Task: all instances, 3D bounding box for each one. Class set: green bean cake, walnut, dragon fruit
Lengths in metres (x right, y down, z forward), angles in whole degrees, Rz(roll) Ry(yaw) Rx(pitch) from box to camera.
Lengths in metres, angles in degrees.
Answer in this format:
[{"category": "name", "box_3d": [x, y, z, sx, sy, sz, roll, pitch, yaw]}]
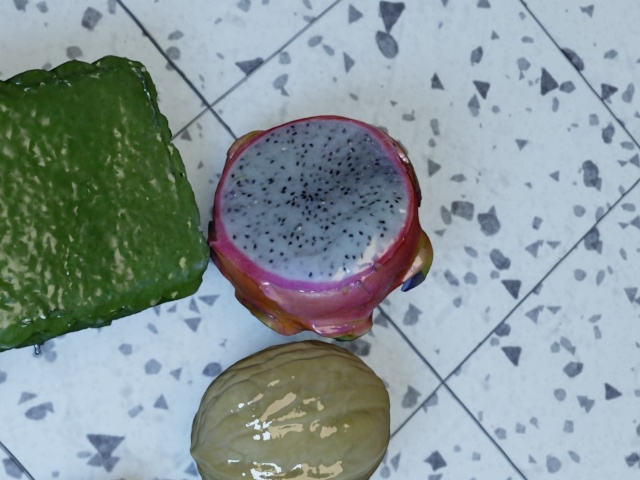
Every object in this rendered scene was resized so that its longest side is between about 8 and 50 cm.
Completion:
[{"category": "green bean cake", "box_3d": [-0.330, -0.034, 1.594, 0.319, 0.218, 0.335, -14, 92, -30]}, {"category": "walnut", "box_3d": [-0.039, 0.235, 1.645, 0.261, 0.225, 0.225, -9, 83, -20]}, {"category": "dragon fruit", "box_3d": [0.000, 0.000, 1.685, 0.291, 0.189, 0.290, -5, 56, 8]}]
